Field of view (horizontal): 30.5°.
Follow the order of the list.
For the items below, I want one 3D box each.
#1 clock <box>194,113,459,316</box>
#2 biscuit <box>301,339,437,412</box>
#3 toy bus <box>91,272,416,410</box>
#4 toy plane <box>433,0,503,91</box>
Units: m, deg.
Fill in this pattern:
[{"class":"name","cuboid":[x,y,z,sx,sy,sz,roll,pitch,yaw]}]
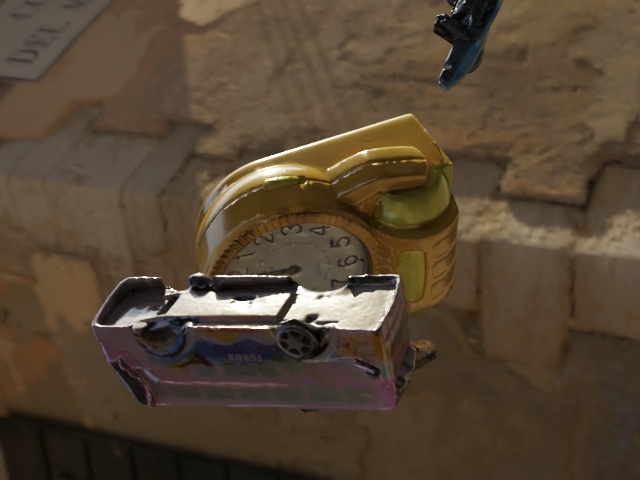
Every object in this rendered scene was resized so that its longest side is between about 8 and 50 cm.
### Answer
[{"class":"clock","cuboid":[0.000,0.000,1.443,0.200,0.317,0.244,-114,15,-49]},{"class":"biscuit","cuboid":[0.062,0.184,1.597,0.036,0.212,0.212,67,-166,13]},{"class":"toy bus","cuboid":[-0.059,0.089,1.034,0.090,0.274,0.112,-63,-35,-51]},{"class":"toy plane","cuboid":[0.168,-0.249,1.276,0.246,0.078,0.169,-53,6,-35]}]
